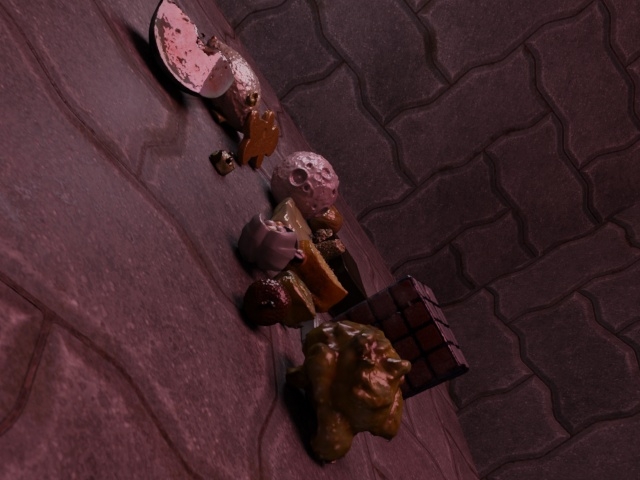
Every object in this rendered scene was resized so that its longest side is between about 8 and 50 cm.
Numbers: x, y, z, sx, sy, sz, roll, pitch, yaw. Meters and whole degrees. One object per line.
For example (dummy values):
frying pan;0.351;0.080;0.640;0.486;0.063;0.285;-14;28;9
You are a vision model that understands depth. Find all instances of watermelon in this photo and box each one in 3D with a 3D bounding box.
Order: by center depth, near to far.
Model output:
watermelon;-0.426;-0.539;1.744;0.175;0.188;0.322;2;-35;48

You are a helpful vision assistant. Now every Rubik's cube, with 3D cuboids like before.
Rubik's cube;0.269;0.358;1.964;0.344;0.344;0.337;66;12;19

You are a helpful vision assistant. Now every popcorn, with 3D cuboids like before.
popcorn;0.085;0.338;1.369;0.325;0.290;0.321;40;15;-3

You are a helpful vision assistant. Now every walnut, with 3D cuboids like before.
walnut;0.018;-0.088;2.507;0.166;0.149;0.166;28;1;0

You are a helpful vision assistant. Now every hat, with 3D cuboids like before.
hat;-0.288;-0.239;1.740;0.076;0.059;0.077;64;6;-6

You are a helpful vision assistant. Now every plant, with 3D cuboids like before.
plant;0.000;0.000;2.305;0.122;0.116;0.105;40;-25;59

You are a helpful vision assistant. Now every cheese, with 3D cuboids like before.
cheese;-0.105;-0.039;1.956;0.159;0.093;0.263;54;14;-15

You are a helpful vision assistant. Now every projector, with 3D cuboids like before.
projector;0.005;0.297;1.671;0.147;0.061;0.115;56;10;-24

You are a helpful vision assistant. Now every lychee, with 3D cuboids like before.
lychee;-0.124;0.144;1.347;0.114;0.114;0.146;60;-3;0

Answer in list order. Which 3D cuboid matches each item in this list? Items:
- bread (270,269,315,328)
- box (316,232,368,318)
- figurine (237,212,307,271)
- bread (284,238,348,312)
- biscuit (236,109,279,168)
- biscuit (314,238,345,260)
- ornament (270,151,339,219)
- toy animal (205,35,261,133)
bread;-0.085;0.148;1.537;0.156;0.103;0.110;61;4;39
box;0.055;0.126;2.114;0.184;0.143;0.273;54;12;-30
figurine;-0.125;0.015;1.573;0.176;0.133;0.236;27;1;10
bread;-0.024;0.121;1.792;0.260;0.129;0.134;55;11;-12
biscuit;-0.224;-0.368;2.090;0.047;0.216;0.339;20;16;10
biscuit;0.002;0.043;2.022;0.071;0.168;0.082;71;17;4
ornament;-0.061;-0.203;2.146;0.260;0.259;0.225;63;3;15
toy animal;-0.313;-0.544;2.046;0.226;0.188;0.359;-99;164;-69
